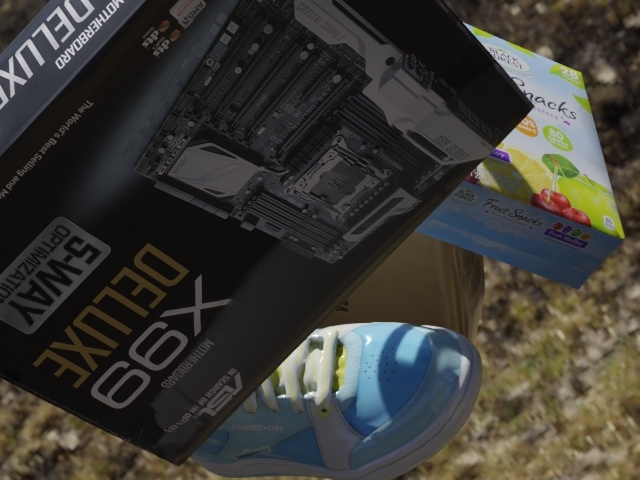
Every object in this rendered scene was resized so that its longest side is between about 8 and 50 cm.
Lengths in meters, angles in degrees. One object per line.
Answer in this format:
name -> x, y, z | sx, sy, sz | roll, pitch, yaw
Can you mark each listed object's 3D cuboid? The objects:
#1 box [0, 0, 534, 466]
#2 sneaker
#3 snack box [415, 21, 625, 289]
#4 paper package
box -> -0.064, -0.041, 0.765 | 0.307, 0.242, 0.076 | -45, 44, 6
sneaker -> -0.050, 0.103, 1.081 | 0.319, 0.208, 0.127 | -17, 52, 40
snack box -> 0.137, -0.079, 1.115 | 0.070, 0.174, 0.207 | -54, 27, 37
paper package -> 0.000, 0.000, 1.403 | 0.309, 0.325, 0.168 | 3, 47, 16
